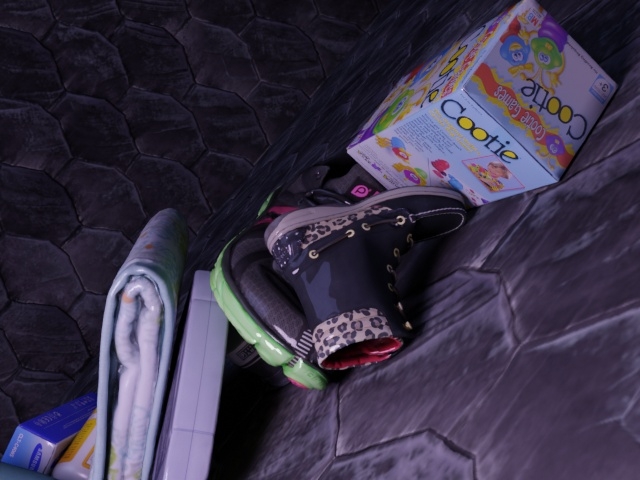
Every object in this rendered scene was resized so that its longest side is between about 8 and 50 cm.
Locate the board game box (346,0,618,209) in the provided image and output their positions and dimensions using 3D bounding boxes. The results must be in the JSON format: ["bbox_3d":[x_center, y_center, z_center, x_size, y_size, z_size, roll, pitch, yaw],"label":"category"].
[{"bbox_3d":[0.173,-0.137,0.989,0.142,0.144,0.275,-53,14,-20],"label":"board game box"}]

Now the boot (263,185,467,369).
[{"bbox_3d":[0.073,0.038,0.930,0.085,0.237,0.178,103,151,-52],"label":"boot"}]

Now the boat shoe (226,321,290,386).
[{"bbox_3d":[-0.082,0.111,1.230,0.113,0.105,0.306,-45,19,2],"label":"boat shoe"}]

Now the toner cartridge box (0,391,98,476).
[{"bbox_3d":[-0.461,0.378,1.510,0.348,0.075,0.165,12,-77,-85],"label":"toner cartridge box"}]

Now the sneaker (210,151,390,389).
[{"bbox_3d":[0.000,0.000,1.101,0.202,0.185,0.482,-41,18,25],"label":"sneaker"}]

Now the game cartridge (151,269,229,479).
[{"bbox_3d":[-0.159,0.193,1.050,0.196,0.060,0.294,110,166,-50],"label":"game cartridge"}]

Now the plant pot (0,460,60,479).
[{"bbox_3d":[-0.428,0.421,1.148,0.271,0.255,0.271,-46,13,14],"label":"plant pot"}]

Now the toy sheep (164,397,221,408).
[{"bbox_3d":[-0.189,0.237,1.262,0.091,0.091,0.132,-44,31,23],"label":"toy sheep"}]

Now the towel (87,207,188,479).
[{"bbox_3d":[-0.254,0.166,1.200,0.320,0.090,0.374,-113,34,-73],"label":"towel"}]

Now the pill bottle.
[{"bbox_3d":[-0.358,0.365,1.390,0.117,0.117,0.208,-37,17,43],"label":"pill bottle"}]
